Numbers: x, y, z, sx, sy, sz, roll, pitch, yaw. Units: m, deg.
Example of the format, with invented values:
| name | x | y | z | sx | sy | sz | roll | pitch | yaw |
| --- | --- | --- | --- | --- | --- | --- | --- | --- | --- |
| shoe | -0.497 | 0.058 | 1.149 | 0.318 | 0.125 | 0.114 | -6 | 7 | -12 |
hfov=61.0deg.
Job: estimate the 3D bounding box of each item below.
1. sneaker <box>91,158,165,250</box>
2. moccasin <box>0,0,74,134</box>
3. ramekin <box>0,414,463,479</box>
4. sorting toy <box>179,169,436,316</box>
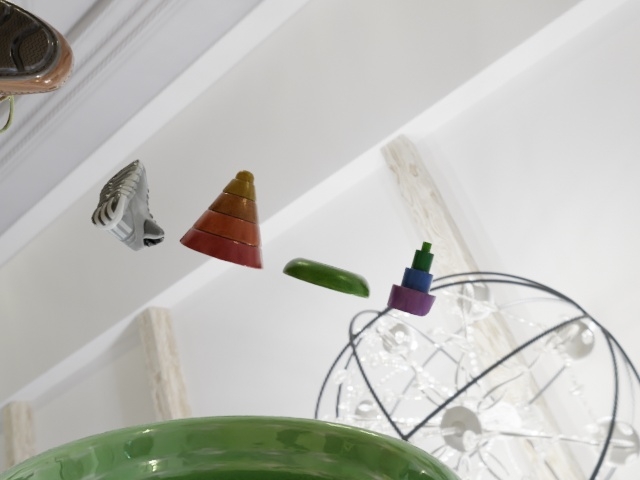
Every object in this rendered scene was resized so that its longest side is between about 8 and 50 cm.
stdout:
| name | x | y | z | sx | sy | sz | roll | pitch | yaw |
| --- | --- | --- | --- | --- | --- | --- | --- | --- | --- |
| sneaker | -0.344 | -0.053 | 1.022 | 0.086 | 0.132 | 0.229 | -30 | -149 | 15 |
| moccasin | -0.488 | -0.232 | 0.737 | 0.379 | 0.147 | 0.139 | 0 | -112 | 18 |
| ramekin | -0.057 | 0.225 | 0.344 | 0.303 | 0.303 | 0.148 | -1 | -94 | 33 |
| sorting toy | 0.000 | 0.000 | 0.753 | 0.365 | 0.127 | 0.126 | 16 | -92 | -8 |
